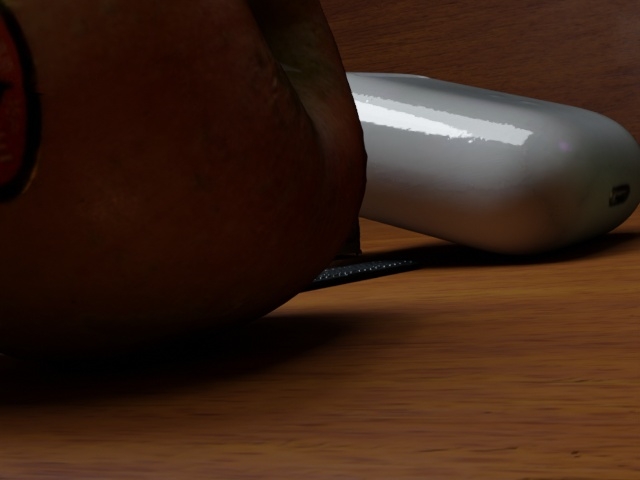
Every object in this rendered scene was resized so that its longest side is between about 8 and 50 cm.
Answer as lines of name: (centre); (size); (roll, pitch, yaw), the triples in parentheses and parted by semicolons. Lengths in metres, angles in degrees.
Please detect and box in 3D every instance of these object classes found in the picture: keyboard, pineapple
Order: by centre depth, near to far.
keyboard: (0.020, 0.031, 0.955); (0.155, 0.010, 0.053); (-9, 6, -37)
pineapple: (0.000, 0.000, 1.198); (0.114, 0.077, 0.114); (-19, -27, -19)

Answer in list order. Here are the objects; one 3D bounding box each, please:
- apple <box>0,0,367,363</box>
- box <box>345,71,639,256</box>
apple: (-0.150, -0.082, 0.654); (0.304, 0.339, 0.338); (-21, -1, 17)
box: (0.138, -0.084, 1.067); (0.348, 0.141, 0.288); (17, 17, 31)
